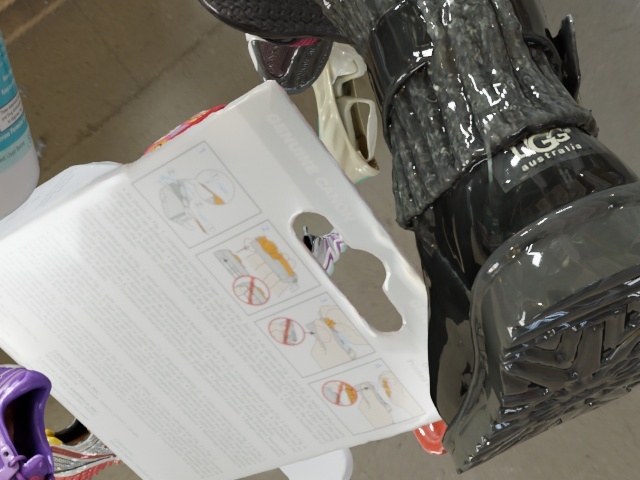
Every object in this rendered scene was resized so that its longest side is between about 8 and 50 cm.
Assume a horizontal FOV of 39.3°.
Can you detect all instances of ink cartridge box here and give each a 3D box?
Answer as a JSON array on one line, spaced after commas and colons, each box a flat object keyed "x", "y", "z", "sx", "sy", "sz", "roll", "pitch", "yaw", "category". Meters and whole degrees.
[{"x": -0.085, "y": 0.053, "z": 0.738, "sx": 0.385, "sy": 0.091, "sz": 0.308, "roll": -25, "pitch": 116, "yaw": 31, "category": "ink cartridge box"}]

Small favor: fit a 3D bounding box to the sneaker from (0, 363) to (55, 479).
[{"x": -0.187, "y": 0.151, "z": 0.509, "sx": 0.071, "sy": 0.068, "sz": 0.170, "roll": -11, "pitch": 65, "yaw": 19, "category": "sneaker"}]

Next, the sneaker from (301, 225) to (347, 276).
[{"x": 0.000, "y": 0.000, "z": 1.213, "sx": 0.038, "sy": 0.098, "sz": 0.069, "roll": -18, "pitch": 125, "yaw": 39, "category": "sneaker"}]

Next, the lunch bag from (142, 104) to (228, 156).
[{"x": -0.192, "y": -0.117, "z": 1.810, "sx": 0.258, "sy": 0.120, "sz": 0.293, "roll": -43, "pitch": 112, "yaw": -32, "category": "lunch bag"}]

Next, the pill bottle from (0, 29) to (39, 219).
[{"x": -0.265, "y": -0.134, "z": 0.516, "sx": 0.146, "sy": 0.146, "sz": 0.264, "roll": -4, "pitch": 117, "yaw": 7, "category": "pill bottle"}]

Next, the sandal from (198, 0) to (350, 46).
[{"x": -0.022, "y": -0.170, "z": 0.659, "sx": 0.179, "sy": 0.040, "sz": 0.067, "roll": 4, "pitch": 75, "yaw": -36, "category": "sandal"}]

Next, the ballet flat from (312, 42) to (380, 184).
[{"x": 0.031, "y": -0.194, "z": 1.179, "sx": 0.086, "sy": 0.086, "sz": 0.248, "roll": -10, "pitch": 97, "yaw": 7, "category": "ballet flat"}]

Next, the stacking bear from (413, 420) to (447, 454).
[{"x": 0.279, "y": 0.216, "z": 1.370, "sx": 0.175, "sy": 0.289, "sz": 0.164, "roll": -59, "pitch": 42, "yaw": 27, "category": "stacking bear"}]

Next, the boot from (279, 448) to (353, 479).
[{"x": -0.024, "y": 0.279, "z": 1.270, "sx": 0.258, "sy": 0.123, "sz": 0.095, "roll": 18, "pitch": 91, "yaw": 44, "category": "boot"}]

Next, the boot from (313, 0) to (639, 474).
[{"x": 0.094, "y": -0.025, "z": 0.537, "sx": 0.131, "sy": 0.348, "sz": 0.260, "roll": -21, "pitch": 62, "yaw": -8, "category": "boot"}]

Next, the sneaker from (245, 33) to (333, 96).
[{"x": -0.051, "y": -0.289, "z": 1.127, "sx": 0.106, "sy": 0.162, "sz": 0.281, "roll": 3, "pitch": 74, "yaw": -13, "category": "sneaker"}]

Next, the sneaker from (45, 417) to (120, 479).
[{"x": -0.320, "y": 0.293, "z": 1.371, "sx": 0.225, "sy": 0.088, "sz": 0.092, "roll": -22, "pitch": 115, "yaw": -32, "category": "sneaker"}]
